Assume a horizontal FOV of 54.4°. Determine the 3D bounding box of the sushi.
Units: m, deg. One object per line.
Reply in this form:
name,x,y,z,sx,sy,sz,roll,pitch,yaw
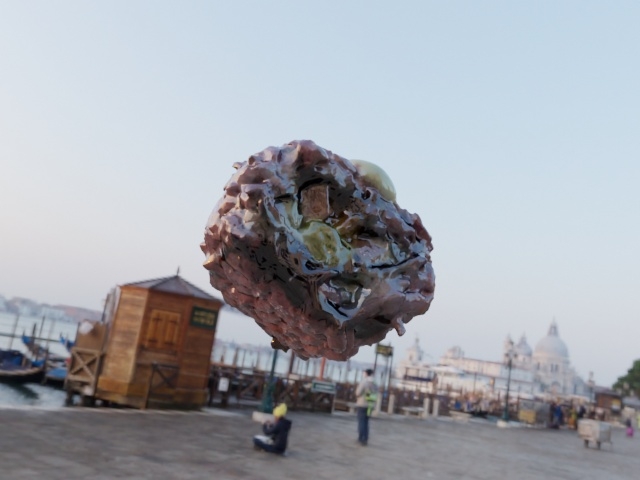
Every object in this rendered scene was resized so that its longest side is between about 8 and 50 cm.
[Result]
sushi,0.000,0.000,0.725,0.270,0.236,0.171,45,-19,-9
